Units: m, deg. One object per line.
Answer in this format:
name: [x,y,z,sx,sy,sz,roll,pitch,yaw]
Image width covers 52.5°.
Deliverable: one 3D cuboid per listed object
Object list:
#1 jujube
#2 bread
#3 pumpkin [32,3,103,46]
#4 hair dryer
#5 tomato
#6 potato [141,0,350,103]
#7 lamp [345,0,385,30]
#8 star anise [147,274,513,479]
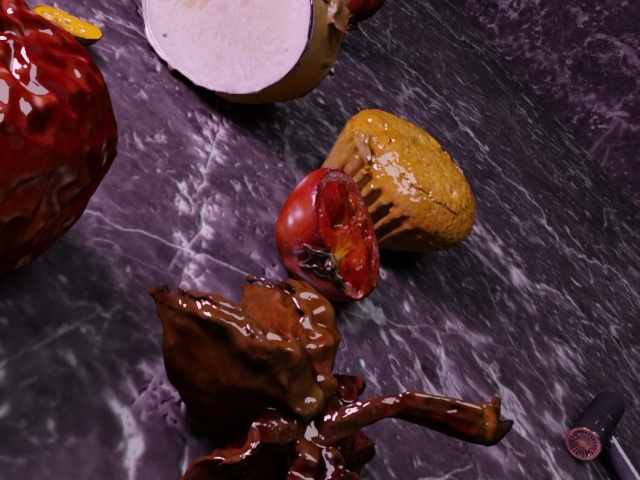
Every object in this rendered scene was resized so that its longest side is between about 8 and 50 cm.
jujube: [-0.261,-0.074,0.432,0.213,0.213,0.232,40,29,-4]
bread: [0.111,-0.073,0.912,0.240,0.139,0.240,30,33,-21]
pumpkin: [-0.301,-0.249,0.768,0.083,0.028,0.050,33,32,1]
hair dryer: [0.426,0.313,0.887,0.173,0.050,0.194,-13,65,-54]
tomato: [0.000,0.000,0.745,0.159,0.091,0.139,60,33,-24]
potato: [-0.098,-0.326,0.911,0.299,0.246,0.196,55,22,8]
lamp: [0.032,-0.528,1.351,0.227,0.227,0.226,30,32,-21]
star anise: [0.012,0.130,0.534,0.347,0.148,0.237,19,38,-18]
